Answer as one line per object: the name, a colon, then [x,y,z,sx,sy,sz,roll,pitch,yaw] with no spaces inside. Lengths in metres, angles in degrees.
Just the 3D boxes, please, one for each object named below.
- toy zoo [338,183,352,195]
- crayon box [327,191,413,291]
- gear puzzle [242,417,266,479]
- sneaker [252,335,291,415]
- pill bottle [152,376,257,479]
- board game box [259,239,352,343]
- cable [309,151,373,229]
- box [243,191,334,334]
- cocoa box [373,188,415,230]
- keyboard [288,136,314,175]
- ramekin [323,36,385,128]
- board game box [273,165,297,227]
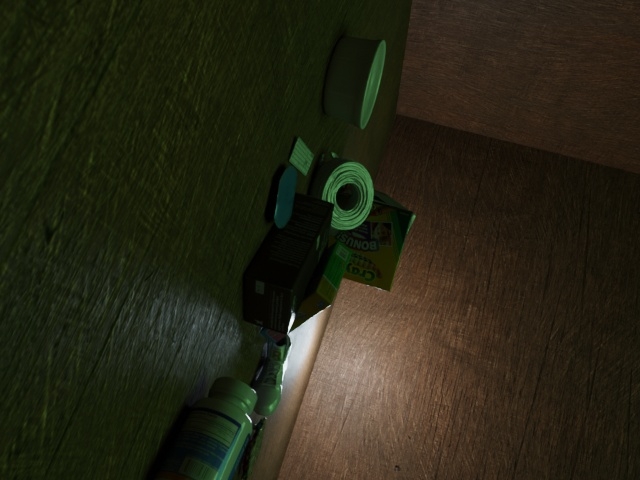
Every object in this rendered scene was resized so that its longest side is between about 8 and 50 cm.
toy zoo: [0.108,-0.200,2.199,0.293,0.030,0.192,158,-48,-70]
crayon box: [0.140,-0.007,2.034,0.106,0.363,0.313,-34,139,-76]
gear puzzle: [-0.274,0.840,2.067,0.175,0.044,0.339,-66,171,-49]
sneaker: [-0.170,0.442,1.806,0.292,0.108,0.169,-78,178,-59]
pill bottle: [-0.243,0.448,1.163,0.152,0.152,0.272,97,12,-45]
board game box: [-0.047,0.166,1.667,0.316,0.064,0.242,-40,-164,40]
cable: [0.080,-0.163,1.859,0.257,0.089,0.257,20,90,-37]
box: [-0.084,0.053,1.494,0.381,0.143,0.191,-63,166,-45]
cocoa box: [0.209,-0.089,2.274,0.228,0.231,0.347,-68,-159,13]
keyboard: [-0.054,-0.242,1.539,0.256,0.014,0.072,15,91,-81]
ramekin: [0.106,-0.506,1.663,0.277,0.135,0.277,16,90,-82]
board game box: [-0.106,-0.117,1.394,0.133,0.033,0.168,-27,128,-71]
